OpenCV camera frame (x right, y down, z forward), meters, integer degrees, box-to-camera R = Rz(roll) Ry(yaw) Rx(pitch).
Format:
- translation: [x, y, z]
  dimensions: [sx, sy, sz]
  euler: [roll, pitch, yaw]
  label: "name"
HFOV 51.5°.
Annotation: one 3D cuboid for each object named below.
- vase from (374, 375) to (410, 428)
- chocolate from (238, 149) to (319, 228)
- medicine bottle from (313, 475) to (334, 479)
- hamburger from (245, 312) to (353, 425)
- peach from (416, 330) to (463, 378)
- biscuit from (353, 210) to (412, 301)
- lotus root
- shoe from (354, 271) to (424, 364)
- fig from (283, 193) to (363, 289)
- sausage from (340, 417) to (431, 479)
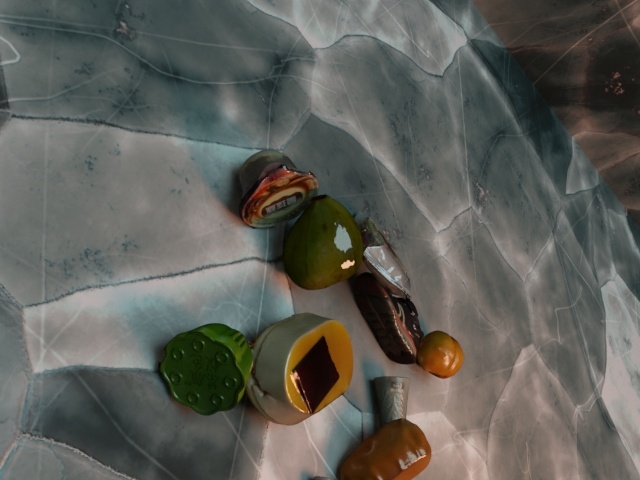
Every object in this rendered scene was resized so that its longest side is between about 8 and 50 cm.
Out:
- translation: [0.190, 0.471, 1.738]
  dimensions: [0.096, 0.096, 0.219]
  euler: [17, 66, -43]
  label: "vase"
- translation: [-0.123, -0.143, 1.577]
  dimensions: [0.221, 0.221, 0.147]
  euler: [-2, 55, -48]
  label: "chocolate"
- translation: [-0.008, 0.634, 1.482]
  dimensions: [0.057, 0.057, 0.199]
  euler: [37, 52, -33]
  label: "medicine bottle"
- translation: [-0.048, 0.287, 1.507]
  dimensions: [0.295, 0.151, 0.227]
  euler: [-18, 95, -57]
  label: "hamburger"
- translation: [0.345, 0.329, 1.931]
  dimensions: [0.138, 0.138, 0.138]
  euler: [20, 61, -42]
  label: "peach"
- translation: [0.160, 0.041, 1.788]
  dimensions: [0.186, 0.079, 0.309]
  euler: [49, 8, -18]
  label: "biscuit"
- translation: [-0.208, 0.237, 1.355]
  dimensions: [0.186, 0.186, 0.186]
  euler: [20, 61, -42]
  label: "lotus root"
- translation: [0.204, 0.199, 1.834]
  dimensions: [0.137, 0.114, 0.291]
  euler: [-44, 111, -41]
  label: "shoe"
- translation: [0.000, 0.000, 1.612]
  dimensions: [0.203, 0.203, 0.225]
  euler: [-33, 118, -48]
  label: "fig"
- translation: [0.156, 0.540, 1.606]
  dimensions: [0.241, 0.136, 0.120]
  euler: [-36, 139, -19]
  label: "sausage"
